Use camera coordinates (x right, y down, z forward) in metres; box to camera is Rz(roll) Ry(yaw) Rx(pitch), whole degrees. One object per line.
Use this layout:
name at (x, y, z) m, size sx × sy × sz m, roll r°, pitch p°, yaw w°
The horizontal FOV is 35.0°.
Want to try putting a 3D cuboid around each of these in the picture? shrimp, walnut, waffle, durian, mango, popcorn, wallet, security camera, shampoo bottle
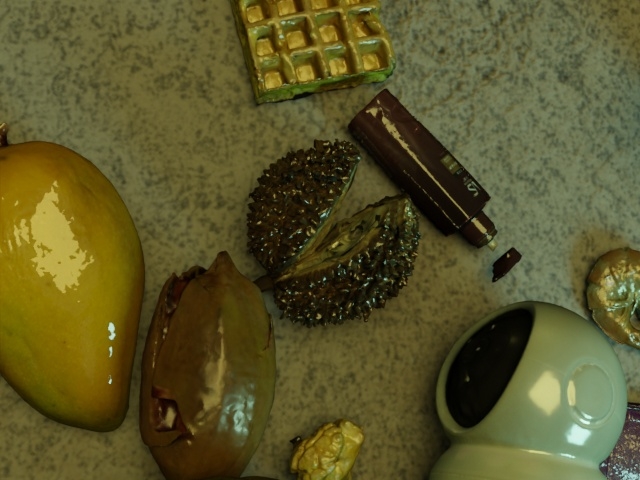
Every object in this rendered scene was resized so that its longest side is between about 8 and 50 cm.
shrimp at (0.368, 0.089, 1.129) m, size 0.099 × 0.041 × 0.180 m, roll -38°, pitch 88°, yaw -14°
walnut at (-0.108, 0.132, 0.989) m, size 0.137 × 0.137 × 0.245 m, roll 11°, pitch 80°, yaw -8°
waffle at (-0.017, -0.267, 1.124) m, size 0.161 × 0.055 × 0.210 m, roll -11°, pitch 80°, yaw -12°
durian at (0.000, 0.000, 1.022) m, size 0.196 × 0.167 × 0.196 m, roll 0°, pitch 91°, yaw 12°
mango at (-0.259, 0.037, 0.989) m, size 0.177 × 0.119 × 0.316 m, roll -13°, pitch 90°, yaw -16°
popcorn at (-0.001, 0.214, 1.024) m, size 0.084 × 0.084 × 0.084 m, roll 2°, pitch 78°, yaw -10°
wallet at (0.342, 0.230, 1.099) m, size 0.166 × 0.030 × 0.111 m, roll 7°, pitch 76°, yaw -10°
security camera at (0.211, 0.178, 1.006) m, size 0.195 × 0.194 × 0.236 m, roll 14°, pitch 76°, yaw -8°
shampoo bottle at (0.127, -0.058, 1.100) m, size 0.236 × 0.067 × 0.068 m, roll 47°, pitch 65°, yaw 1°

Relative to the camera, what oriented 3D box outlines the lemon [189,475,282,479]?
lemon at (-0.098, 0.337, 0.869) m, size 0.285 × 0.285 × 0.316 m, roll 36°, pitch 79°, yaw -2°
